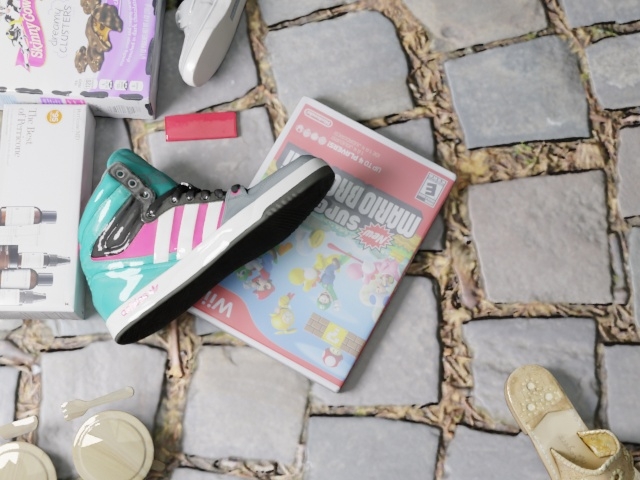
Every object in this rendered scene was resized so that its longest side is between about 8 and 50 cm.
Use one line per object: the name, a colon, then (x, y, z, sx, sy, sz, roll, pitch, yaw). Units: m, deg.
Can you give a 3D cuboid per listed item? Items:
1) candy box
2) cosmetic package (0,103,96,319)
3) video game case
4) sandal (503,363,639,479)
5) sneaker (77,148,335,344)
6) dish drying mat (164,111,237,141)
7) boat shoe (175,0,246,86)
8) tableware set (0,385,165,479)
candy box: (-0.285, -0.232, 1.386, 0.196, 0.070, 0.165, 3, 76, 0)
cosmetic package: (-0.310, -0.033, 1.340, 0.098, 0.060, 0.239, 0, 76, -1)
video game case: (0.000, 0.000, 1.353, 0.204, 0.025, 0.285, 28, 77, 6)
sandal: (0.283, 0.232, 1.267, 0.088, 0.079, 0.240, -36, 79, -9)
sneaker: (-0.145, -0.041, 1.301, 0.295, 0.124, 0.178, -36, 76, -2)
dish drying mat: (-0.139, -0.132, 1.395, 0.083, 0.008, 0.032, -4, 76, -2)
boat shoe: (-0.135, -0.266, 1.402, 0.063, 0.066, 0.184, 15, 77, 14)
tableware set: (-0.270, 0.240, 1.283, 0.194, 0.039, 0.128, -17, 88, 1)
